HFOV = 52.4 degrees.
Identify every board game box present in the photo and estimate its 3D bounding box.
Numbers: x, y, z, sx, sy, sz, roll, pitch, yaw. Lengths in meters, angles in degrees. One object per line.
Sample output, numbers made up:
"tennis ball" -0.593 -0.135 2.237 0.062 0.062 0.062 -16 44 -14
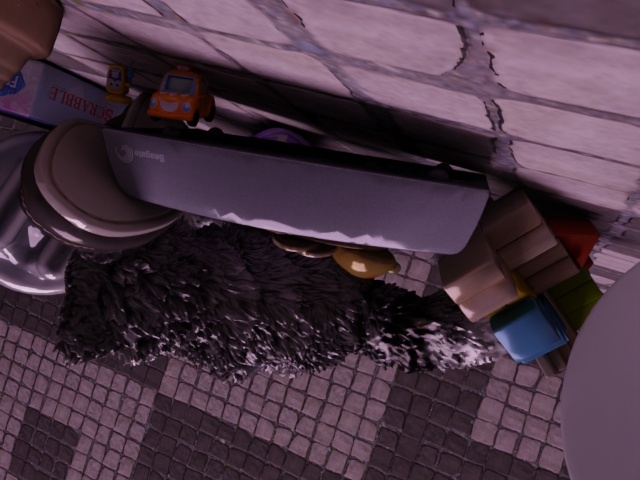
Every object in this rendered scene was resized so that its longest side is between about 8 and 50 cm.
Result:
"board game box" -0.389 -0.191 0.880 0.317 0.066 0.318 18 -179 20

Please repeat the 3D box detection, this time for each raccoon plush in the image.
"raccoon plush" -0.053 0.043 0.685 0.446 0.216 0.299 -9 168 26

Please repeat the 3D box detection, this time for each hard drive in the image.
"hard drive" -0.008 -0.043 0.480 0.254 0.054 0.172 11 -169 11

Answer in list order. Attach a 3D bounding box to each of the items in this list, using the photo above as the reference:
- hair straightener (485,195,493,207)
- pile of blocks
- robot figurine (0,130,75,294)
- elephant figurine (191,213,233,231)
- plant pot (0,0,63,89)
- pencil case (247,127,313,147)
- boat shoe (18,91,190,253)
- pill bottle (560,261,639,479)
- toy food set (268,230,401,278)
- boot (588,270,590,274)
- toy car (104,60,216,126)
"hair straightener" 0.071 -0.059 0.695 0.089 0.047 0.230 17 -174 -37
"pile of blocks" 0.222 0.040 0.611 0.362 0.112 0.149 10 -131 -63
"robot figurine" -0.365 -0.043 0.875 0.300 0.200 0.353 37 173 -20
"elephant figurine" -0.075 -0.058 1.013 0.239 0.186 0.169 -7 -140 -3
"plant pot" -0.279 -0.124 0.362 0.237 0.110 0.237 17 180 0
"pencil case" -0.053 -0.068 0.693 0.086 0.088 0.206 38 180 -8
"boat shoe" -0.180 -0.049 0.564 0.112 0.095 0.335 44 -166 -15
"pill bottle" 0.361 0.138 0.402 0.392 0.224 0.224 18 -179 -22
"toy food set" 0.000 0.000 0.553 0.192 0.039 0.132 5 -169 -43
"boot" 0.300 0.039 0.960 0.248 0.090 0.206 21 180 -41
"toy car" -0.129 -0.113 0.477 0.122 0.041 0.060 16 -161 25
